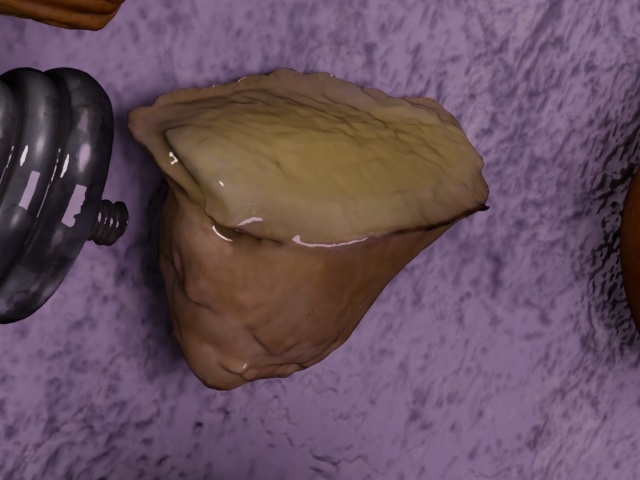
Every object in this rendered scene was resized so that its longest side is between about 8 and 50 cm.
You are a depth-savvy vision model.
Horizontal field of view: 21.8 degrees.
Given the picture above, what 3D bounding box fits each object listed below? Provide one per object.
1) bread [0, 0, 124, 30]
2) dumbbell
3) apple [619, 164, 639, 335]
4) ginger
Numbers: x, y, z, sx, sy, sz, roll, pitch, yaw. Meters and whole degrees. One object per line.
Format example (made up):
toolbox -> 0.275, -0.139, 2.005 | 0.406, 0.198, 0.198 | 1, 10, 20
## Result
bread -> -0.153, -0.206, 0.634 | 0.210, 0.099, 0.235 | 8, 88, -37
dumbbell -> -0.189, -0.045, 0.635 | 0.254, 0.110, 0.110 | 21, 86, -29
apple -> 0.273, -0.005, 0.904 | 0.211, 0.188, 0.211 | -7, 102, -38
ginger -> 0.003, -0.003, 0.785 | 0.193, 0.115, 0.123 | -13, 127, -40
